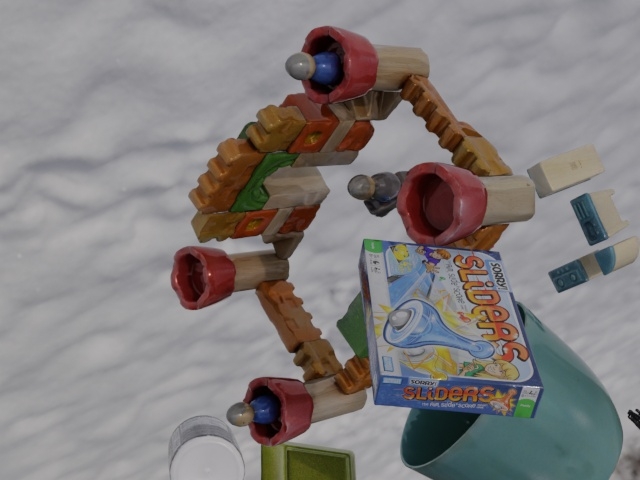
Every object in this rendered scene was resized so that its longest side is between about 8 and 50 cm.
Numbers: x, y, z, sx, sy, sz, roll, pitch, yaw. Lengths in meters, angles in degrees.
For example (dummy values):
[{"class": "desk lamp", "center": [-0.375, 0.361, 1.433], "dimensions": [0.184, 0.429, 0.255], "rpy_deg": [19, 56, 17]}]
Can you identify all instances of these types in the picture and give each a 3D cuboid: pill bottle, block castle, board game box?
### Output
[{"class": "pill bottle", "center": [-0.210, 0.391, 1.810], "dimensions": [0.130, 0.130, 0.246], "rpy_deg": [-27, -175, -8]}, {"class": "block castle", "center": [0.000, 0.000, 1.172], "dimensions": [0.213, 0.303, 0.453], "rpy_deg": [-6, 143, -42]}, {"class": "board game box", "center": [0.108, 0.072, 0.885], "dimensions": [0.136, 0.201, 0.035], "rpy_deg": [5, 122, -6]}]

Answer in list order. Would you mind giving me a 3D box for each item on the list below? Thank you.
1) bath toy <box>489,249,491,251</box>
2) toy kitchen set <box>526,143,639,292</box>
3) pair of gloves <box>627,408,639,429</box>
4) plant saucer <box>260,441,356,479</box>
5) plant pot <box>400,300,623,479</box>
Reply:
[{"class": "bath toy", "center": [0.277, 0.145, 1.743], "dimensions": [0.151, 0.348, 0.129], "rpy_deg": [-5, -166, 46]}, {"class": "toy kitchen set", "center": [0.403, -0.026, 1.666], "dimensions": [0.122, 0.207, 0.166], "rpy_deg": [-19, 172, -28]}, {"class": "pair of gloves", "center": [0.541, 0.284, 1.607], "dimensions": [0.083, 0.074, 0.010], "rpy_deg": [-39, -163, 42]}, {"class": "plant saucer", "center": [-0.012, 0.445, 1.801], "dimensions": [0.188, 0.188, 0.045], "rpy_deg": [12, 141, -18]}, {"class": "plant pot", "center": [0.298, 0.275, 1.485], "dimensions": [0.293, 0.235, 0.293], "rpy_deg": [-52, -171, 11]}]
